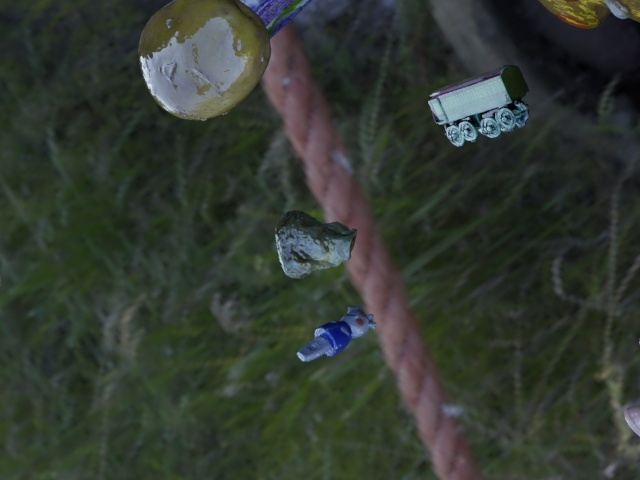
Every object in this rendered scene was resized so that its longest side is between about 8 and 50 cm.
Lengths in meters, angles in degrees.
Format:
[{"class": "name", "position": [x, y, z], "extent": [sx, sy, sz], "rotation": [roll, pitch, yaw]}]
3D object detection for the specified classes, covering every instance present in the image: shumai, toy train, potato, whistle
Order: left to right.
[{"class": "potato", "position": [-0.131, -0.202, 1.800], "extent": [0.137, 0.137, 0.176], "rotation": [55, 150, 1]}, {"class": "shumai", "position": [0.000, 0.000, 1.789], "extent": [0.080, 0.083, 0.082], "rotation": [-16, 119, 27]}, {"class": "whistle", "position": [0.012, 0.082, 1.432], "extent": [0.033, 0.083, 0.029], "rotation": [38, 141, 30]}, {"class": "toy train", "position": [0.176, -0.145, 1.784], "extent": [0.148, 0.038, 0.071], "rotation": [-12, 96, 59]}]

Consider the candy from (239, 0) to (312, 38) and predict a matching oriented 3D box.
[{"class": "candy", "position": [-0.063, -0.308, 2.062], "extent": [0.312, 0.088, 0.061], "rotation": [-39, 68, 18]}]

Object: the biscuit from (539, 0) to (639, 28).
[{"class": "biscuit", "position": [0.237, -0.318, 1.823], "extent": [0.432, 0.064, 0.283], "rotation": [26, 169, 28]}]

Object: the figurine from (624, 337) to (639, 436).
[{"class": "figurine", "position": [0.436, 0.110, 1.901], "extent": [0.133, 0.200, 0.276], "rotation": [10, 110, 11]}]
